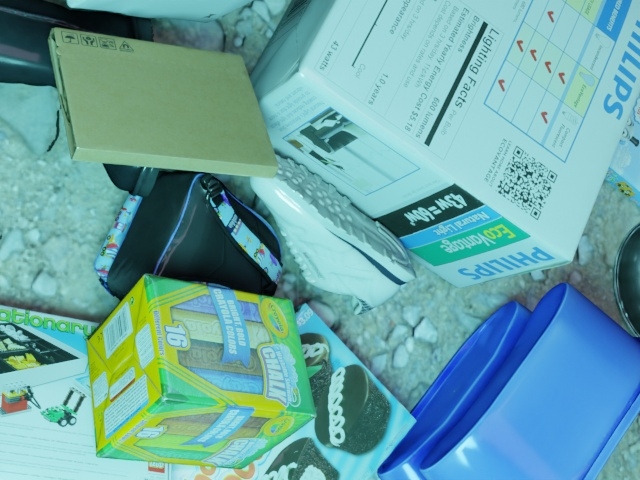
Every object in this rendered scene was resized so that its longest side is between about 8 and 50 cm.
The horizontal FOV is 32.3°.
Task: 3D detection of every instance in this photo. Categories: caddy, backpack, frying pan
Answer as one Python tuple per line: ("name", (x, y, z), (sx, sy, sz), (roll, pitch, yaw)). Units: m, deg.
("caddy", (0.227, 0.211, 1.216), (0.179, 0.241, 0.341), (44, 67, -5))
("backpack", (-0.126, 0.025, 1.153), (0.173, 0.117, 0.158), (39, 65, -46))
("frying pan", (0.515, 0.113, 1.475), (0.197, 0.053, 0.326), (-35, 93, -25))

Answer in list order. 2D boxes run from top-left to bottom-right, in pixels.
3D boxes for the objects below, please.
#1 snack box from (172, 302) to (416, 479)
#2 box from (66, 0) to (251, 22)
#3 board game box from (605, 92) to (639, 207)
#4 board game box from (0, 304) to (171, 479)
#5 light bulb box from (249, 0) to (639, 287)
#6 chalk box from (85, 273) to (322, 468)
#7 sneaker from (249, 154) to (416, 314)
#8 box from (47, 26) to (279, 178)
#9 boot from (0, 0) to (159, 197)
("snack box", (-0.065, 0.243, 1.171), (0.187, 0.060, 0.322), (47, 66, -8))
("box", (-0.171, -0.421, 1.137), (0.215, 0.168, 0.345), (-9, 82, -55))
("board game box", (0.404, -0.157, 1.474), (0.211, 0.039, 0.160), (36, 68, -16))
("board game box", (-0.292, 0.155, 1.045), (0.305, 0.053, 0.193), (13, 48, -22))
("light bulb box", (0.145, -0.192, 1.257), (0.361, 0.225, 0.357), (33, 68, -17))
("chalk box", (-0.097, 0.133, 1.057), (0.213, 0.132, 0.132), (13, 49, -34))
("sneaker", (0.000, 0.000, 1.206), (0.235, 0.095, 0.090), (39, 25, -27))
("box", (-0.151, -0.131, 1.063), (0.201, 0.021, 0.164), (4, 49, -29))
("boot", (-0.268, -0.153, 1.103), (0.207, 0.094, 0.246), (7, 50, -24))
